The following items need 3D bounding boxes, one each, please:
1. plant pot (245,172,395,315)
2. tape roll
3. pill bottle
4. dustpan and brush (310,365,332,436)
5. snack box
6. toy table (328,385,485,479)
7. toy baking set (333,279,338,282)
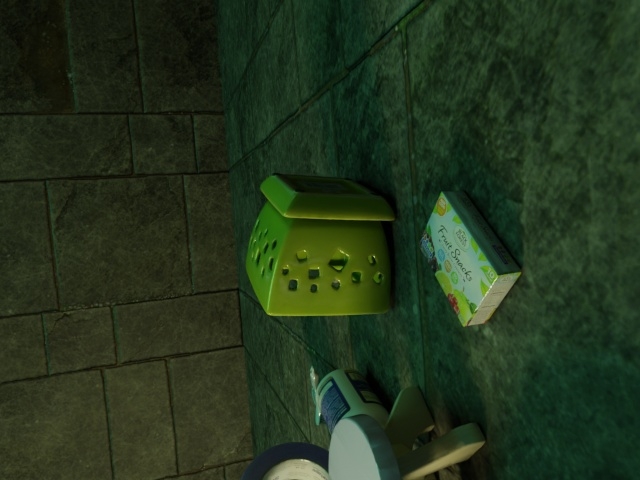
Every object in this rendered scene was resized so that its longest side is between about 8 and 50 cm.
[{"bbox_3d":[-0.004,-0.004,0.868,0.227,0.228,0.207,-133,47,-63],"label":"plant pot"},{"bbox_3d":[-0.056,0.614,1.106,0.274,0.275,0.090,-120,30,-52],"label":"tape roll"},{"bbox_3d":[0.070,0.338,0.904,0.186,0.112,0.111,-134,42,-63],"label":"pill bottle"},{"bbox_3d":[0.002,0.406,1.216,0.147,0.060,0.211,-134,42,-63],"label":"dustpan and brush"},{"bbox_3d":[0.179,0.020,0.595,0.100,0.037,0.141,104,154,-43],"label":"snack box"},{"bbox_3d":[0.118,0.340,0.679,0.274,0.161,0.252,111,148,-55],"label":"toy table"},{"bbox_3d":[0.001,-0.005,1.149,0.256,0.030,0.196,-120,30,-52],"label":"toy baking set"}]
